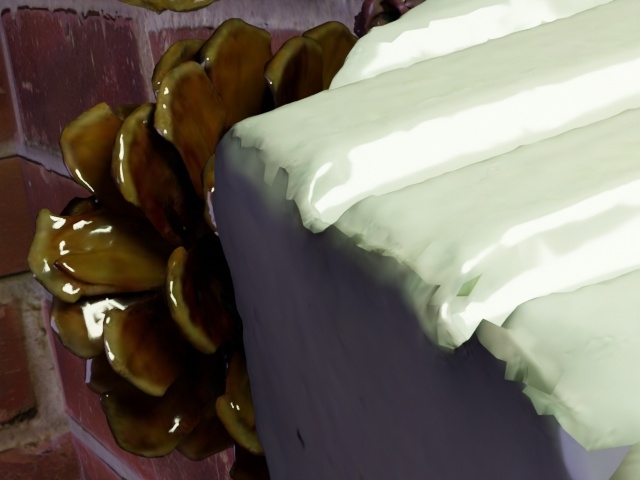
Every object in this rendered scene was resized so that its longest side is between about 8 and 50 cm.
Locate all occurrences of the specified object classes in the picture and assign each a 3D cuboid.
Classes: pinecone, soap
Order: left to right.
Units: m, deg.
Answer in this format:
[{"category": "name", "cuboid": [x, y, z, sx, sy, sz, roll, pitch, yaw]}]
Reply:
[{"category": "pinecone", "cuboid": [0.000, 0.000, 1.361, 0.384, 0.384, 0.384, 167, 90, -71]}, {"category": "soap", "cuboid": [0.199, 0.013, 0.663, 0.350, 0.435, 0.213, 35, 140, 57]}]

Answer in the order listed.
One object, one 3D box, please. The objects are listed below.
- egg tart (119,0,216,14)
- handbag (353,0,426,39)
[{"category": "egg tart", "cuboid": [-0.098, -0.332, 1.626, 0.290, 0.115, 0.290, -3, 84, 29]}, {"category": "handbag", "cuboid": [0.144, -0.119, 1.052, 0.203, 0.216, 0.074, -130, 37, -53]}]
